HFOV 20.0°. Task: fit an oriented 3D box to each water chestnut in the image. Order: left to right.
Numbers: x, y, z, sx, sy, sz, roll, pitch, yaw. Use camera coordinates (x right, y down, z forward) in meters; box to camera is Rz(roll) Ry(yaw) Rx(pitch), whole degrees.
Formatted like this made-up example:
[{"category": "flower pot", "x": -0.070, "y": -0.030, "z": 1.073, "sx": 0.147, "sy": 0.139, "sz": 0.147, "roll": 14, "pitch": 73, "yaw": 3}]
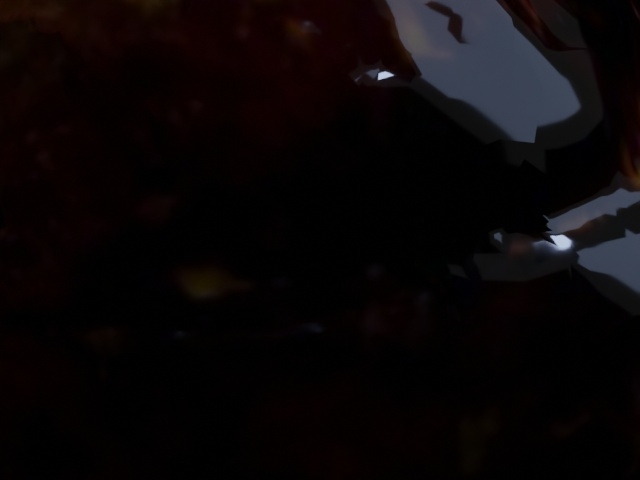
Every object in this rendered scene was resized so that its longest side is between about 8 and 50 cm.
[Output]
[{"category": "water chestnut", "x": 0.000, "y": 0.000, "z": 0.524, "sx": 0.289, "sy": 0.244, "sz": 0.289, "roll": 37, "pitch": 31, "yaw": -27}]
